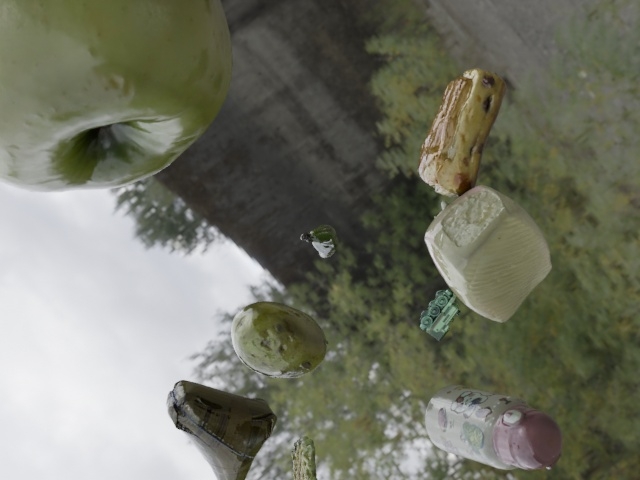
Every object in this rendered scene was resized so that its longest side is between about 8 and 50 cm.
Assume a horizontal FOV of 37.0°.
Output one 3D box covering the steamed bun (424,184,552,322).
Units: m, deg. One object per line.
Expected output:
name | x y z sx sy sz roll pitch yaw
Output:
steamed bun | 0.257 0.013 1.523 0.152 0.170 0.238 44 180 38

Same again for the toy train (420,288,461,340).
toy train | 0.202 0.122 1.593 0.053 0.083 0.033 35 -164 1

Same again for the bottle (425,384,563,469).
bottle | 0.282 0.303 1.537 0.120 0.120 0.253 49 159 -17

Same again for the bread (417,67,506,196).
bread | 0.229 -0.178 1.589 0.099 0.211 0.235 18 -175 3

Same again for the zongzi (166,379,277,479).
zongzi | -0.259 0.467 2.146 0.260 0.289 0.123 19 -165 -28

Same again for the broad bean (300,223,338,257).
broad bean | 0.007 -0.003 1.918 0.195 0.061 0.046 38 -146 -75

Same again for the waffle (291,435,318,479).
waffle | -0.030 0.512 2.046 0.169 0.036 0.184 146 120 -75

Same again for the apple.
apple | -0.355 -0.301 1.378 0.474 0.473 0.473 50 -172 -9

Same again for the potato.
potato | -0.083 0.200 1.912 0.197 0.149 0.228 12 180 -3
